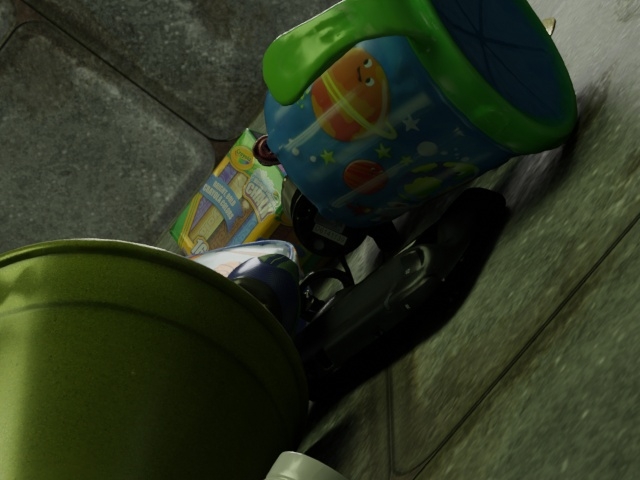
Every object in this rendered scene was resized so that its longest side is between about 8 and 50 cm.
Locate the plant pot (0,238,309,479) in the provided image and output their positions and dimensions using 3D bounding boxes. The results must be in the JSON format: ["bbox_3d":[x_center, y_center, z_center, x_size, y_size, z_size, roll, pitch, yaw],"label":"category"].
[{"bbox_3d":[-0.203,0.250,1.668,0.366,0.366,0.353,-47,23,33],"label":"plant pot"}]

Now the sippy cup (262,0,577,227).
[{"bbox_3d":[0.077,-0.132,1.761,0.224,0.305,0.240,-36,28,28],"label":"sippy cup"}]

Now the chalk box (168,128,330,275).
[{"bbox_3d":[-0.052,-0.036,2.313,0.213,0.132,0.132,-51,49,18],"label":"chalk box"}]

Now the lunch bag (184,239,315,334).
[{"bbox_3d":[-0.124,0.118,2.102,0.243,0.115,0.303,-10,27,15],"label":"lunch bag"}]

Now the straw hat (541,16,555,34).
[{"bbox_3d":[0.187,-0.204,2.113,0.144,0.061,0.144,-51,9,12],"label":"straw hat"}]

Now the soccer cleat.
[{"bbox_3d":[-0.079,0.142,1.899,0.121,0.093,0.289,-46,-22,-58],"label":"soccer cleat"}]

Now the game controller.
[{"bbox_3d":[0.063,0.057,1.839,0.166,0.067,0.319,-43,2,-36],"label":"game controller"}]

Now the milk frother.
[{"bbox_3d":[0.000,0.000,2.086,0.143,0.129,0.135,-47,12,4],"label":"milk frother"}]

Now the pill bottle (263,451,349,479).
[{"bbox_3d":[-0.046,0.259,1.453,0.193,0.108,0.108,-57,10,-21],"label":"pill bottle"}]

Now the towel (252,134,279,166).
[{"bbox_3d":[0.045,-0.118,2.067,0.237,0.037,0.329,-15,1,-1],"label":"towel"}]
